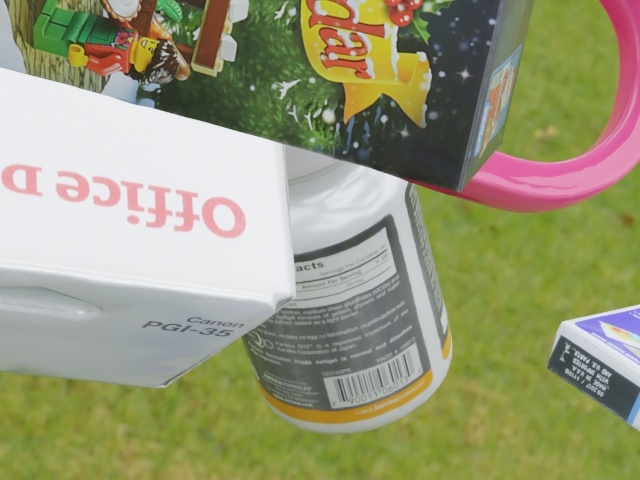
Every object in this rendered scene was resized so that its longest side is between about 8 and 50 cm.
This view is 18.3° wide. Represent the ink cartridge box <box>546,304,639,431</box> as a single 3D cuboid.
[{"bbox_3d":[0.293,0.111,1.394,0.206,0.045,0.208,34,25,29],"label":"ink cartridge box"}]

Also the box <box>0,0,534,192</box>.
[{"bbox_3d":[-0.018,-0.142,0.410,0.159,0.233,0.044,16,21,13],"label":"box"}]

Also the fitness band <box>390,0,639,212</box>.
[{"bbox_3d":[0.095,-0.133,1.324,0.291,0.054,0.209,18,72,-15],"label":"fitness band"}]

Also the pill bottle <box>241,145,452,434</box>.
[{"bbox_3d":[0.000,0.000,1.504,0.162,0.278,0.162,-10,37,8],"label":"pill bottle"}]

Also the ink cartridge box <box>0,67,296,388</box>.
[{"bbox_3d":[-0.133,-0.096,0.779,0.207,0.117,0.283,9,63,-30],"label":"ink cartridge box"}]
